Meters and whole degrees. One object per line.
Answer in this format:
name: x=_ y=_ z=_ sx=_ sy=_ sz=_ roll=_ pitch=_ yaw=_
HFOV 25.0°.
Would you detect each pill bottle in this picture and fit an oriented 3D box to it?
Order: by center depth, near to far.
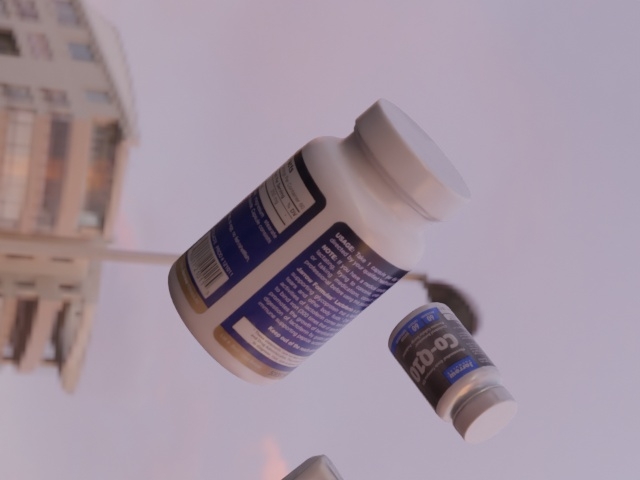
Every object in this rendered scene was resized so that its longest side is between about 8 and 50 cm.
pill bottle: x=0.000 y=0.000 z=1.333 sx=0.265 sy=0.153 sz=0.153 roll=-41 pitch=-140 yaw=15
pill bottle: x=0.135 y=0.135 z=1.469 sx=0.137 sy=0.078 sz=0.078 roll=52 pitch=-45 yaw=33

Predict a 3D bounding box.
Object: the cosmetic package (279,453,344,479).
cosmetic package: x=0.032 y=0.316 z=0.671 sx=0.385 sy=0.217 sz=0.156 roll=51 pitch=-15 yaw=9
